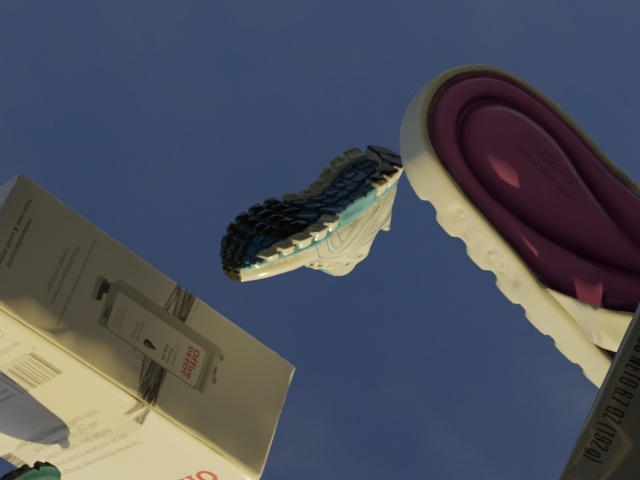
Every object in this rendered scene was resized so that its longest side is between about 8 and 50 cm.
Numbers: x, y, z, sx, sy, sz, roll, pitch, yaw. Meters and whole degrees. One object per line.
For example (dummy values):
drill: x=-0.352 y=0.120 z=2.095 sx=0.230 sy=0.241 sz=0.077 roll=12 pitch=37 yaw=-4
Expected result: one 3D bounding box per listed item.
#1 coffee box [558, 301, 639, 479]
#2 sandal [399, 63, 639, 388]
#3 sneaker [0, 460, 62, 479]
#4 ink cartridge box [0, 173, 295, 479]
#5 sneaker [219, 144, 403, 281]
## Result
coffee box: x=0.247 y=0.072 z=0.527 sx=0.297 sy=0.119 sz=0.168 roll=24 pitch=-93 yaw=21
sandal: x=0.232 y=0.028 z=1.115 sx=0.416 sy=0.102 sz=0.169 roll=35 pitch=-123 yaw=-4
sneaker: x=-0.257 y=0.255 z=1.214 sx=0.262 sy=0.104 sz=0.125 roll=-26 pitch=-105 yaw=-46
ink cartridge box: x=-0.195 y=0.100 z=1.345 sx=0.283 sy=0.207 sz=0.117 roll=37 pitch=-129 yaw=-23
sneaker: x=0.000 y=0.000 z=1.311 sx=0.071 sy=0.083 sz=0.190 roll=24 pitch=-141 yaw=36
